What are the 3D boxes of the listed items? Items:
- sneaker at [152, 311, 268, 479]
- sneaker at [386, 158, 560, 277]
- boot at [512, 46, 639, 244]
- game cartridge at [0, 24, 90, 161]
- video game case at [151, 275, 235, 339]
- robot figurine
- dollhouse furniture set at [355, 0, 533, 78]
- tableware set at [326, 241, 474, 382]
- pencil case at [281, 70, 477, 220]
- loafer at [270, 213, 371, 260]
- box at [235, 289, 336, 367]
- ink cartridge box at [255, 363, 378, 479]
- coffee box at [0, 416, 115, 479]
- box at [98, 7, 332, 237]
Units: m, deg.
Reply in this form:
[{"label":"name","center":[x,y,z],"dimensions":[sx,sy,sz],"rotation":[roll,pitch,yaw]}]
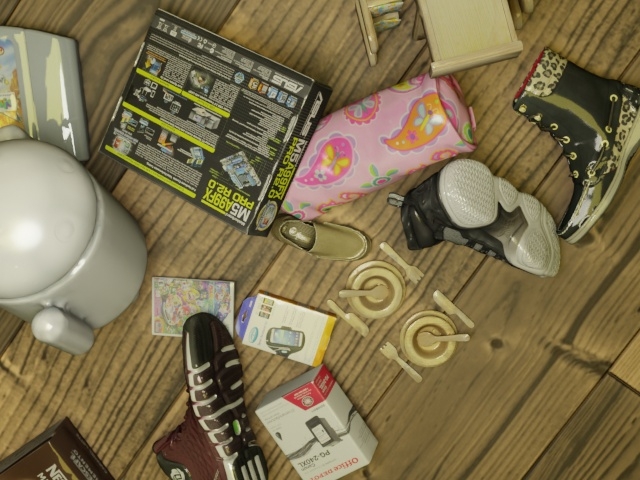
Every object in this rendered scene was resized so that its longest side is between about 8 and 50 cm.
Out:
[{"label":"sneaker","center":[-0.188,0.251,1.355],"dimensions":[0.162,0.106,0.282],"rotation":[-14,90,31]},{"label":"sneaker","center":[0.213,-0.020,1.317],"dimensions":[0.268,0.153,0.101],"rotation":[32,60,-36]},{"label":"boot","center":[0.335,-0.133,1.305],"dimensions":[0.178,0.085,0.236],"rotation":[27,92,-2]},{"label":"game cartridge","center":[-0.479,-0.197,1.312],"dimensions":[0.297,0.062,0.198],"rotation":[-5,104,1]},{"label":"video game case","center":[-0.185,0.098,1.373],"dimensions":[0.122,0.011,0.087],"rotation":[3,99,7]},{"label":"robot figurine","center":[-0.347,0.001,1.195],"dimensions":[0.199,0.353,0.300],"rotation":[-23,67,2]},{"label":"dollhouse furniture set","center":[0.165,-0.276,1.196],"dimensions":[0.212,0.242,0.161],"rotation":[-14,87,2]},{"label":"tableware set","center":[0.120,0.109,1.367],"dimensions":[0.194,0.039,0.128],"rotation":[42,97,-6]},{"label":"pencil case","center":[0.062,-0.122,1.250],"dimensions":[0.284,0.124,0.124],"rotation":[-24,99,26]},{"label":"loafer","center":[0.000,0.000,1.344],"dimensions":[0.148,0.050,0.056],"rotation":[10,100,-1]},{"label":"box","center":[-0.053,0.126,1.378],"dimensions":[0.136,0.028,0.081],"rotation":[19,99,-1]},{"label":"ink cartridge box","center":[-0.004,0.272,1.371],"dimensions":[0.109,0.063,0.150],"rotation":[-31,98,22]},{"label":"coffee box","center":[-0.440,0.393,1.386],"dimensions":[0.246,0.098,0.141],"rotation":[-35,98,6]},{"label":"box","center":[-0.145,-0.158,1.255],"dimensions":[0.270,0.060,0.216],"rotation":[28,100,24]}]
